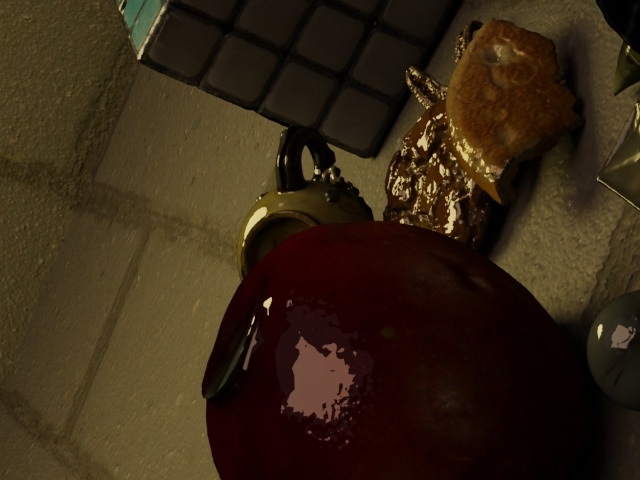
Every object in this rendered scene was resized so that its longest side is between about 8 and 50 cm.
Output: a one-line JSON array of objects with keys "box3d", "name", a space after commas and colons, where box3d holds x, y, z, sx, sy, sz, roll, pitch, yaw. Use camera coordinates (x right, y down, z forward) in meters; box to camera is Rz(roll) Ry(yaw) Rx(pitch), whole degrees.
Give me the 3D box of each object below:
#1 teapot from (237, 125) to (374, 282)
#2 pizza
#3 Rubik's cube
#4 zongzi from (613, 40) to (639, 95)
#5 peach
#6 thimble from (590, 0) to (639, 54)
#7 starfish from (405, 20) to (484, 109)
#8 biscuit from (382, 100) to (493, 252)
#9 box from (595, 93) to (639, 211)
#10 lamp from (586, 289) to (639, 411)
[{"box3d": [0.000, 0.000, 2.275, 0.173, 0.182, 0.270, -5, 95, 27], "name": "teapot"}, {"box3d": [0.194, -0.139, 2.045, 0.134, 0.056, 0.271, -17, 42, 4], "name": "pizza"}, {"box3d": [-0.037, -0.358, 2.502, 0.344, 0.343, 0.337, -61, 22, 15], "name": "Rubik's cube"}, {"box3d": [0.317, -0.204, 1.904, 0.113, 0.052, 0.104, 125, 168, -63], "name": "zongzi"}, {"box3d": [0.050, 0.151, 1.821, 0.335, 0.310, 0.406, -56, 23, 18], "name": "peach"}, {"box3d": [0.322, -0.267, 1.686, 0.237, 0.237, 0.150, -60, 21, 16], "name": "thimble"}, {"box3d": [0.162, -0.146, 2.208, 0.213, 0.057, 0.238, -60, 35, 26], "name": "starfish"}, {"box3d": [0.123, -0.047, 2.149, 0.226, 0.042, 0.226, -173, 90, -66], "name": "biscuit"}, {"box3d": [0.347, -0.054, 1.520, 0.155, 0.149, 0.231, -64, 21, 11], "name": "box"}, {"box3d": [0.271, 0.090, 1.620, 0.105, 0.105, 0.105, -51, 26, 37], "name": "lamp"}]
